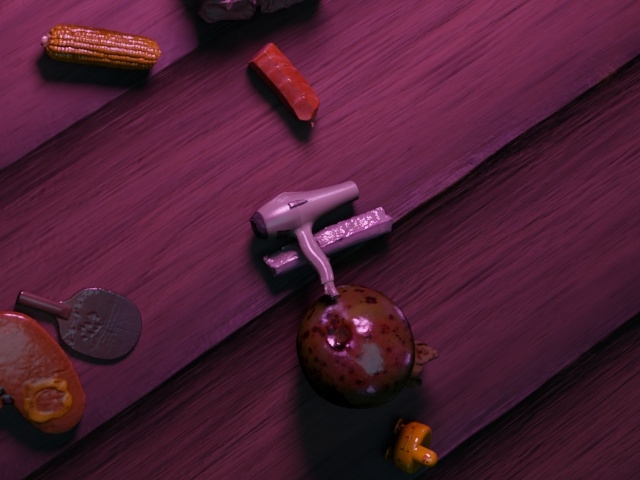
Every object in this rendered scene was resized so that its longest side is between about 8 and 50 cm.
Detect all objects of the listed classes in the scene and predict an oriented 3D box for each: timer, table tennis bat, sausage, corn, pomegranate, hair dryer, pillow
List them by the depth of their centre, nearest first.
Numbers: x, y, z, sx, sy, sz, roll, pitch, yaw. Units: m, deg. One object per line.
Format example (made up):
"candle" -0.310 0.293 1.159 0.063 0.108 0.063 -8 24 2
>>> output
"corn" -0.383 -0.338 1.767 0.207 0.068 0.068 3 98 -21
"pillow" -0.097 -0.441 1.810 0.248 0.135 0.049 -20 85 -15
"table tennis bat" -0.442 0.140 1.855 0.234 0.022 0.131 23 92 -23
"sausage" -0.058 -0.288 1.887 0.065 0.065 0.169 -45 110 -7
"hair dryer" 0.010 -0.028 1.919 0.225 0.088 0.219 41 63 10
"pomegranate" 0.090 0.199 1.959 0.306 0.242 0.242 -9 106 -59
"timer" 0.198 0.428 2.066 0.109 0.107 0.107 21 93 23

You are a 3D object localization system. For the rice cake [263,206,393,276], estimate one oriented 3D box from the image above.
"rice cake" 0.016 0.005 1.966 0.270 0.049 0.055 -21 150 -15

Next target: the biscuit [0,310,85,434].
"biscuit" -0.581 0.275 1.812 0.277 0.052 0.262 -30 107 -12
